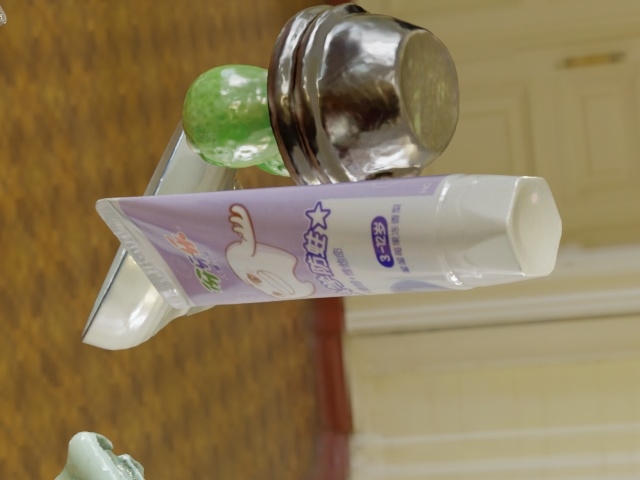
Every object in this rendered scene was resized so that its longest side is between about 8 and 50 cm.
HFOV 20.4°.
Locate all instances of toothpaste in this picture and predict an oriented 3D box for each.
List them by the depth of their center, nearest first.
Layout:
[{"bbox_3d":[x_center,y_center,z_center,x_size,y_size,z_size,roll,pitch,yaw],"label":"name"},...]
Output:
[{"bbox_3d":[0.000,0.000,1.315,0.125,0.371,0.080,56,47,-34],"label":"toothpaste"}]

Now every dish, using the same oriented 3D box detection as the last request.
[{"bbox_3d":[-0.126,0.002,1.793,0.273,0.133,0.273,-156,-90,-82],"label":"dish"}]

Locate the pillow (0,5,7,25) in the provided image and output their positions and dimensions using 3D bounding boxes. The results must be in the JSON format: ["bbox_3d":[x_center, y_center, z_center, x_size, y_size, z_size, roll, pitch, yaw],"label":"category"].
[{"bbox_3d":[-0.435,-0.276,1.828,0.232,0.038,0.131,13,31,-36],"label":"pillow"}]

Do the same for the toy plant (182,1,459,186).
[{"bbox_3d":[-0.003,-0.115,1.552,0.218,0.235,0.175,-4,89,-60],"label":"toy plant"}]

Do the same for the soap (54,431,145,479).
[{"bbox_3d":[-0.052,0.181,0.792,0.114,0.063,0.198,43,1,-44],"label":"soap"}]
